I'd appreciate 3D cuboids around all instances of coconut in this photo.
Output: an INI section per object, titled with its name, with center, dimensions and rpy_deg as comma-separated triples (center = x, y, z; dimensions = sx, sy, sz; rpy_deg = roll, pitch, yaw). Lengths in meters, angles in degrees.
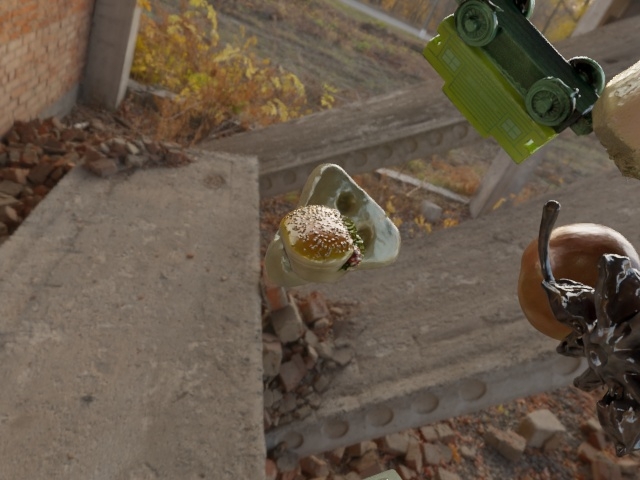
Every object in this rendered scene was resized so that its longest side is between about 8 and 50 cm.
[coconut]
center = 0.482, -0.177, 0.675
dimensions = 0.194, 0.194, 0.194
rpy_deg = 19, 28, -11

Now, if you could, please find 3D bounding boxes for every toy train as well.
[toy train]
center = 0.427, -0.380, 1.155
dimensions = 0.179, 0.272, 0.442
rpy_deg = -34, 81, -24

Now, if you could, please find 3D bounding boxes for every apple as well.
[apple]
center = 0.512, 0.085, 1.014
dimensions = 0.253, 0.254, 0.254
rpy_deg = 19, 28, -11

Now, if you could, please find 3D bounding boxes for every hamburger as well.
[hamburger]
center = 0.000, 0.000, 1.095
dimensions = 0.172, 0.116, 0.210
rpy_deg = 3, 36, -21

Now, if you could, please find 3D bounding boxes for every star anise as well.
[star anise]
center = 0.441, 0.129, 0.713
dimensions = 0.139, 0.360, 0.316
rpy_deg = -9, 11, -24

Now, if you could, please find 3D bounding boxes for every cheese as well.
[cheese]
center = 0.051, 0.016, 1.365
dimensions = 0.328, 0.351, 0.129
rpy_deg = 33, -11, -21

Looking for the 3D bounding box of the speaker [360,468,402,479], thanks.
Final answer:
[speaker]
center = 0.099, 0.548, 0.848
dimensions = 0.184, 0.184, 0.406
rpy_deg = -13, -4, -7
